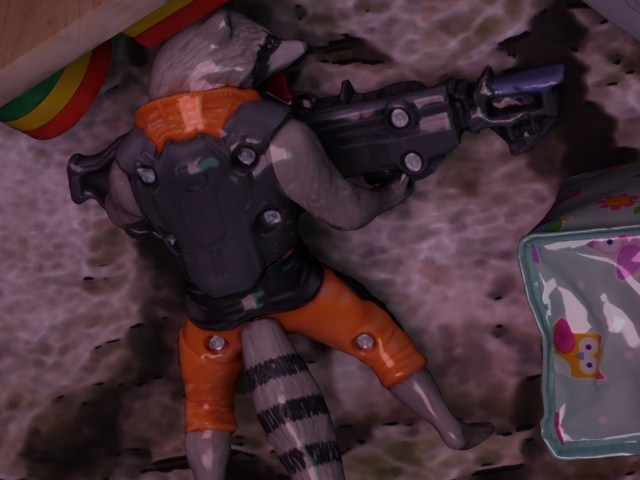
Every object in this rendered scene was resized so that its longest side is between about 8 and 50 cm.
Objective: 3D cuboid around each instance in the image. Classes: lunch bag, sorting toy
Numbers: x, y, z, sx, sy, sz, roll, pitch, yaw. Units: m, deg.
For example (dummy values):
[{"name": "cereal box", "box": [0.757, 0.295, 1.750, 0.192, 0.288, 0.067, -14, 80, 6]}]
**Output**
[{"name": "lunch bag", "box": [0.262, 0.028, 1.142, 0.262, 0.223, 0.160, -6, 100, 14]}, {"name": "sorting toy", "box": [-0.147, -0.195, 1.241, 0.255, 0.089, 0.257, -27, 50, 35]}]

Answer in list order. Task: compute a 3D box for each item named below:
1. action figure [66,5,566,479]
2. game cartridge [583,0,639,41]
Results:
[{"name": "action figure", "box": [0.000, 0.000, 1.241, 0.341, 0.178, 0.330, -18, 100, 17]}, {"name": "game cartridge", "box": [0.235, -0.181, 1.152, 0.297, 0.198, 0.062, 34, 62, 13]}]
